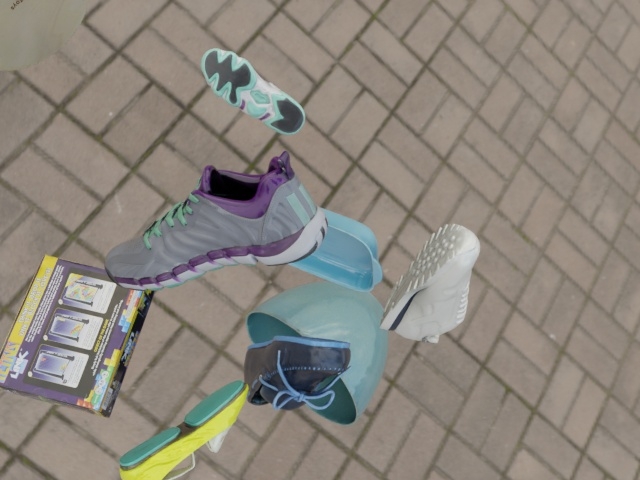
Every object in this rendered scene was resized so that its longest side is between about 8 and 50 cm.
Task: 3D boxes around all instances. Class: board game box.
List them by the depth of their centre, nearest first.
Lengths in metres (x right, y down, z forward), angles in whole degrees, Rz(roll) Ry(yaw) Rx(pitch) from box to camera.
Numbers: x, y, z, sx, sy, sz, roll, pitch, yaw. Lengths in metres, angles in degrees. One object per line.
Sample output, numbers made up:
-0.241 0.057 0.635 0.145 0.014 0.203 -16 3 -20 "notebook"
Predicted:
-0.299 0.115 0.864 0.141 0.048 0.170 13 66 7 "board game box"

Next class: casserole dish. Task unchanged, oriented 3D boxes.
0.000 0.000 0.893 0.189 0.114 0.037 20 54 22 "casserole dish"

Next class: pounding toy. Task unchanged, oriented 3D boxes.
-0.384 -0.283 0.783 0.110 0.182 0.237 39 56 19 "pounding toy"

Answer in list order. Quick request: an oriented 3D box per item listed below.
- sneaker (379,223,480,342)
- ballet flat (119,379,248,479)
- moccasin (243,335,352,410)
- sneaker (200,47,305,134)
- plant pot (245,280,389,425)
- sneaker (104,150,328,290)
0.162 0.063 0.940 0.095 0.235 0.090 27 55 -2 "sneaker"
-0.199 0.309 1.097 0.231 0.077 0.077 -32 105 -24 "ballet flat"
-0.038 0.225 1.163 0.138 0.342 0.116 11 73 -16 "moccasin"
-0.060 -0.125 0.600 0.098 0.069 0.038 38 94 -17 "sneaker"
0.023 0.190 1.397 0.195 0.290 0.290 -42 97 -27 "plant pot"
-0.109 -0.023 0.631 0.083 0.224 0.098 -76 148 -52 "sneaker"
